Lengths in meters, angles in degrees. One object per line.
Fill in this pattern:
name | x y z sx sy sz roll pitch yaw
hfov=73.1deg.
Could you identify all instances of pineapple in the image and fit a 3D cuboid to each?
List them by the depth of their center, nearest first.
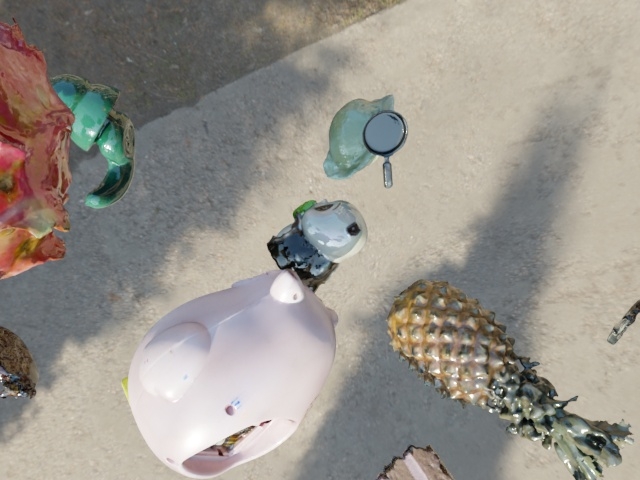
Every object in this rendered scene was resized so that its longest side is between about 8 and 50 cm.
pineapple | 0.260 0.200 0.653 0.175 0.175 0.361 -52 48 -2

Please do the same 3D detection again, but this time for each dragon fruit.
dragon fruit | -0.277 -0.084 0.288 0.205 0.210 0.268 -9 75 19

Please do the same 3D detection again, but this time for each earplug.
earplug | -0.545 -0.248 1.023 0.280 0.164 0.257 39 91 -29

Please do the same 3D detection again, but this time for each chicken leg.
chicken leg | -0.616 0.198 0.813 0.051 0.106 0.253 -44 85 -8

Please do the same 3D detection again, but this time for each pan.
pan | 0.191 -0.266 1.273 0.136 0.028 0.235 -9 118 -4

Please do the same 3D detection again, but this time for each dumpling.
dumpling | 0.129 -0.367 1.513 0.211 0.270 0.321 8 100 0

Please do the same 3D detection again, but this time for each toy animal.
toy animal | -0.005 -0.008 1.205 0.267 0.212 0.212 -45 81 13

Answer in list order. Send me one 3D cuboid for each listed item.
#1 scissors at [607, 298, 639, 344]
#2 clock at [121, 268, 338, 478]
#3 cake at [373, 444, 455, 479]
scissors | 0.560 0.157 0.800 0.022 0.300 0.109 37 108 34
clock | -0.135 0.240 0.800 0.376 0.368 0.250 -40 56 -2
cake | 0.181 0.420 0.577 0.116 0.113 0.295 -35 89 -7
